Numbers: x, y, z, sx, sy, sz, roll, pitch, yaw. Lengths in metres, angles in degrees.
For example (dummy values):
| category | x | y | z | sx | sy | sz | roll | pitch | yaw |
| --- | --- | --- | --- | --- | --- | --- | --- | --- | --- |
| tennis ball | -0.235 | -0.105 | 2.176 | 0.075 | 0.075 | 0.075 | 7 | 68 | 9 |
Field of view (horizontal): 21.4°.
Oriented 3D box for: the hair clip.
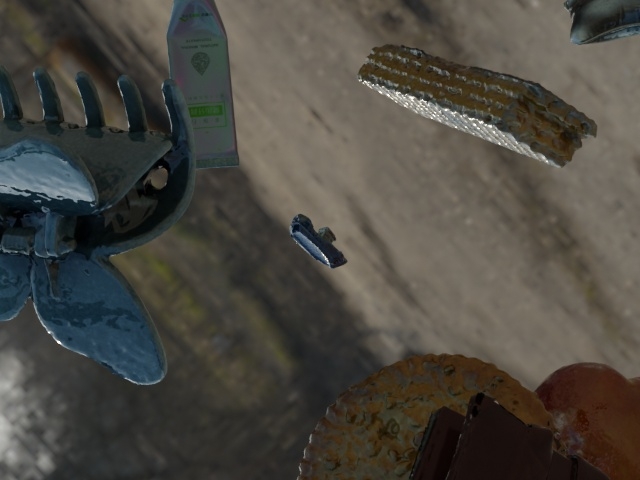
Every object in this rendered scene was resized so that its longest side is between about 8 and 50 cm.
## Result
| category | x | y | z | sx | sy | sz | roll | pitch | yaw |
| --- | --- | --- | --- | --- | --- | --- | --- | --- | --- |
| hair clip | -0.314 | -0.059 | 1.998 | 0.318 | 0.238 | 0.392 | 7 | 138 | 25 |

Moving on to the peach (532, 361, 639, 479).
| category | x | y | z | sx | sy | sz | roll | pitch | yaw |
| --- | --- | --- | --- | --- | --- | --- | --- | --- | --- |
| peach | 0.367 | 0.283 | 2.236 | 0.243 | 0.243 | 0.199 | 46 | 179 | 14 |

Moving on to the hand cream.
| category | x | y | z | sx | sy | sz | roll | pitch | yaw |
| --- | --- | --- | --- | --- | --- | --- | --- | --- | --- |
| hand cream | -0.164 | -0.230 | 2.275 | 0.050 | 0.079 | 0.275 | 22 | -120 | -65 |

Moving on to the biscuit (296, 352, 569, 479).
| category | x | y | z | sx | sy | sz | roll | pitch | yaw |
| --- | --- | --- | --- | --- | --- | --- | --- | --- | --- |
| biscuit | 0.095 | 0.222 | 1.474 | 0.254 | 0.254 | 0.035 | 44 | -174 | 23 |

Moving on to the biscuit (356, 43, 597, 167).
| category | x | y | z | sx | sy | sz | roll | pitch | yaw |
| --- | --- | --- | --- | --- | --- | --- | --- | --- | --- |
| biscuit | 0.148 | -0.141 | 1.708 | 0.094 | 0.054 | 0.379 | 29 | -179 | -26 |

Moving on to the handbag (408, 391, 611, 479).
| category | x | y | z | sx | sy | sz | roll | pitch | yaw |
| --- | --- | --- | --- | --- | --- | --- | --- | --- | --- |
| handbag | 0.160 | 0.287 | 1.301 | 0.260 | 0.275 | 0.084 | 36 | 143 | -14 |

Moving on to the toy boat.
| category | x | y | z | sx | sy | sz | roll | pitch | yaw |
| --- | --- | --- | --- | --- | --- | --- | --- | --- | --- |
| toy boat | 0.000 | 0.000 | 1.929 | 0.083 | 0.038 | 0.038 | 44 | 173 | -17 |

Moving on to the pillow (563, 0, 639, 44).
| category | x | y | z | sx | sy | sz | roll | pitch | yaw |
| --- | --- | --- | --- | --- | --- | --- | --- | --- | --- |
| pillow | 0.326 | -0.241 | 1.782 | 0.055 | 0.136 | 0.091 | 54 | -154 | -62 |
